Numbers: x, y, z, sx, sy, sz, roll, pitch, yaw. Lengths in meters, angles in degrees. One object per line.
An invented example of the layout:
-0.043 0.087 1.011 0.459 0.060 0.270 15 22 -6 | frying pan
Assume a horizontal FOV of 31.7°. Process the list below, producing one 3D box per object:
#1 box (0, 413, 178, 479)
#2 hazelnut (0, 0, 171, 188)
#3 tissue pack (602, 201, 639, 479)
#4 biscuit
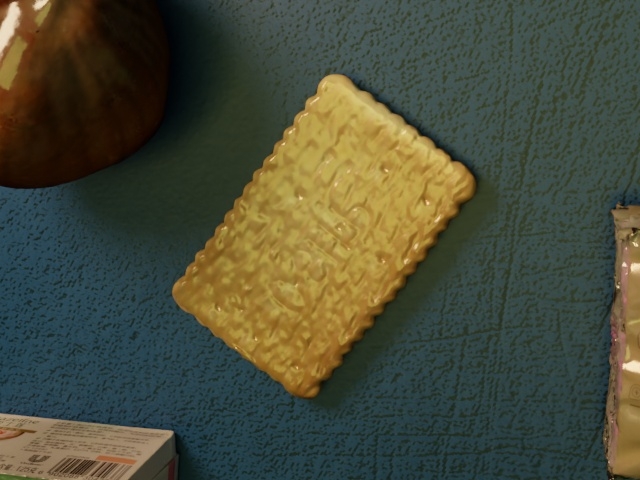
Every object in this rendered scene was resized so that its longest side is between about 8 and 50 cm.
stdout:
-0.239 0.213 0.982 0.199 0.135 0.081 6 101 12 | box
-0.201 -0.136 0.882 0.210 0.210 0.186 -33 131 16 | hazelnut
0.345 0.081 0.838 0.257 0.123 0.214 2 102 13 | tissue pack
0.000 0.000 0.945 0.160 0.030 0.249 37 105 3 | biscuit
